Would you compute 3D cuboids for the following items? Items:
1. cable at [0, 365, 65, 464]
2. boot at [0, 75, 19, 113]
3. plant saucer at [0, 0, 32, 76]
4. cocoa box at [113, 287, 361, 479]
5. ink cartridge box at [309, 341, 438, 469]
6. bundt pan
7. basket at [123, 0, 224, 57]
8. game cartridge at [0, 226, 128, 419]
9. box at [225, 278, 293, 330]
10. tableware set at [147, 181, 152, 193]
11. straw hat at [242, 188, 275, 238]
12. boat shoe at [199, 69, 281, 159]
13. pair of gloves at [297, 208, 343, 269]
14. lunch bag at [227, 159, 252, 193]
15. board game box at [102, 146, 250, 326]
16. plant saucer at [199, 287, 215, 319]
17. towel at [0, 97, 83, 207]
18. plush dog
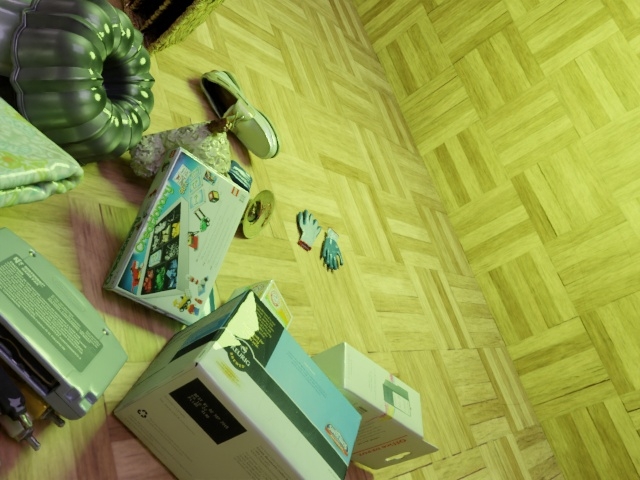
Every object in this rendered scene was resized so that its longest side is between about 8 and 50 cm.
[{"bbox_3d":[-0.494,0.184,0.845,0.287,0.072,0.139,50,45,10],"label":"cable"},{"bbox_3d":[-0.545,-0.230,1.111,0.189,0.076,0.208,3,53,-42],"label":"boot"},{"bbox_3d":[-0.615,-0.473,1.131,0.400,0.100,0.400,31,33,-23],"label":"plant saucer"},{"bbox_3d":[-0.131,0.310,1.070,0.347,0.231,0.228,51,29,-13],"label":"cocoa box"},{"bbox_3d":[0.090,0.388,1.362,0.353,0.207,0.119,40,35,-32],"label":"ink cartridge box"},{"bbox_3d":[-0.426,-0.307,1.150,0.331,0.124,0.331,2,90,-75],"label":"bundt pan"},{"bbox_3d":[-0.380,-0.656,1.538,0.213,0.299,0.223,50,30,-14],"label":"basket"},{"bbox_3d":[-0.430,0.118,0.920,0.294,0.060,0.196,51,14,-11],"label":"game cartridge"},{"bbox_3d":[-0.150,0.188,1.267,0.114,0.103,0.203,65,25,-21],"label":"box"},{"bbox_3d":[-0.319,-0.088,1.378,0.168,0.020,0.141,44,32,-24],"label":"tableware set"},{"bbox_3d":[-0.179,-0.078,1.536,0.061,0.144,0.144,25,21,20],"label":"straw hat"},{"bbox_3d":[-0.233,-0.346,1.680,0.302,0.113,0.103,51,29,9],"label":"boat shoe"},{"bbox_3d":[0.000,0.000,1.787,0.198,0.023,0.159,41,35,-27],"label":"pair of gloves"},{"bbox_3d":[-0.222,-0.147,1.537,0.098,0.067,0.065,43,33,-28],"label":"lunch bag"},{"bbox_3d":[-0.274,-0.005,1.190,0.193,0.053,0.305,35,67,-36],"label":"board game box"},{"bbox_3d":[-0.255,0.123,1.280,0.067,0.018,0.192,25,44,-45],"label":"plant saucer"},{"bbox_3d":[-0.582,-0.153,0.853,0.320,0.090,0.374,41,24,7],"label":"towel"},{"bbox_3d":[-0.260,-0.147,1.344,0.262,0.210,0.225,-36,117,-59],"label":"plush dog"}]
